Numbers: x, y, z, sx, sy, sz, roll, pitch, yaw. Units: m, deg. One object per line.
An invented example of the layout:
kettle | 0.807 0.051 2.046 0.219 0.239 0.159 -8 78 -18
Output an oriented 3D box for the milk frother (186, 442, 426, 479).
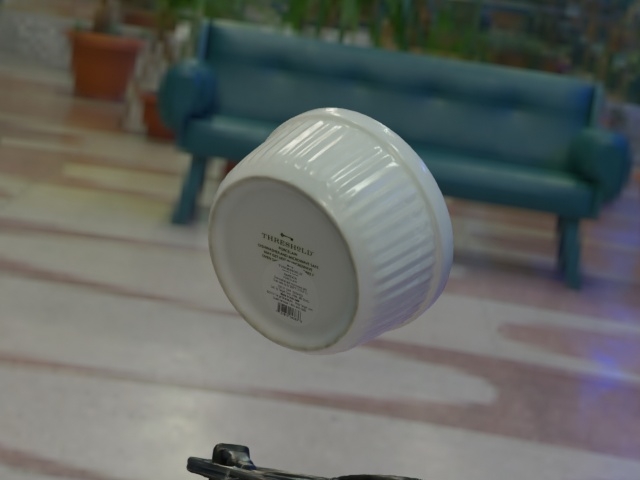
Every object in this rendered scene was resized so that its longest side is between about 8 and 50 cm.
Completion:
milk frother | 0.002 0.169 0.861 0.143 0.135 0.129 9 -24 -2

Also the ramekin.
ramekin | 0.000 0.000 1.658 0.207 0.207 0.109 15 32 33
